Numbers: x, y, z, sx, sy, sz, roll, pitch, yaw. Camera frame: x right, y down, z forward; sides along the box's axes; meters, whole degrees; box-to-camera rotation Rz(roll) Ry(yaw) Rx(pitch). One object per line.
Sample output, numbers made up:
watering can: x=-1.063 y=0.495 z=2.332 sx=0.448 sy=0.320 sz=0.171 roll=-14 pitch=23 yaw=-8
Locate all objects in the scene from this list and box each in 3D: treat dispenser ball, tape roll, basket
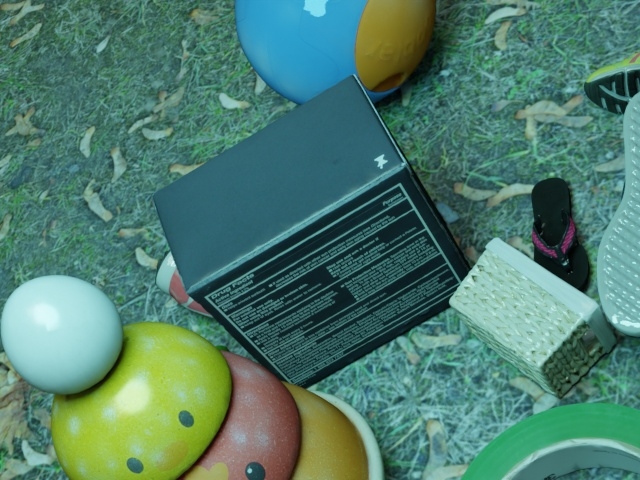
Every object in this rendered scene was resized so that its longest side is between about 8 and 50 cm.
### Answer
treat dispenser ball: x=0.020 y=-0.329 z=1.658 sx=0.288 sy=0.288 sz=0.288 roll=-13 pitch=55 yaw=19
tape roll: x=0.290 y=0.335 z=1.238 sx=0.321 sy=0.077 sz=0.321 roll=-13 pitch=55 yaw=19
basket: x=0.249 y=0.094 z=1.389 sx=0.103 sy=0.113 sz=0.167 roll=-48 pitch=52 yaw=-6

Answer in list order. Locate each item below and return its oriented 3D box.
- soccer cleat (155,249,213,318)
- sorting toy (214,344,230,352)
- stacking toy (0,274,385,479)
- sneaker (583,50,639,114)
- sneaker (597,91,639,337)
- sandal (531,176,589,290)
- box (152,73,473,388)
soccer cleat: x=-0.099 y=-0.031 z=1.662 sx=0.116 sy=0.109 sz=0.318 roll=34 pitch=76 yaw=17
sorting toy: x=-0.144 y=0.192 z=1.555 sx=0.042 sy=0.061 sz=0.102 roll=44 pitch=108 yaw=38
stacking toy: x=-0.180 y=0.211 z=1.270 sx=0.350 sy=0.480 sz=0.351 roll=-23 pitch=40 yaw=22
sneaker: x=0.447 y=-0.232 z=1.528 sx=0.208 sy=0.081 sz=0.094 roll=-14 pitch=48 yaw=10
sneaker: x=0.408 y=-0.019 z=1.373 sx=0.126 sy=0.127 sz=0.321 roll=2 pitch=63 yaw=29
sandal: x=0.296 y=-0.011 z=1.477 sx=0.067 sy=0.040 sz=0.179 roll=-16 pitch=54 yaw=17
box: x=0.000 y=0.000 z=1.456 sx=0.296 sy=0.294 sz=0.183 roll=-30 pitch=52 yaw=6
